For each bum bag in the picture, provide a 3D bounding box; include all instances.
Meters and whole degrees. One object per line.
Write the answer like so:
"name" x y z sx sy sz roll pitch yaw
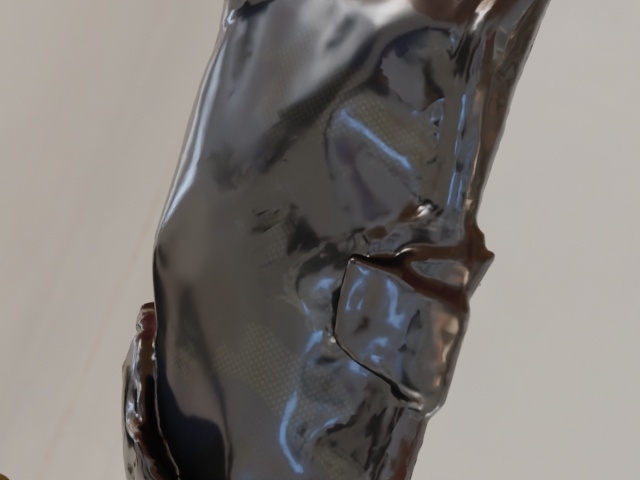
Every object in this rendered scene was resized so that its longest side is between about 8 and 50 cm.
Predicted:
"bum bag" 0.000 0.000 0.529 0.074 0.310 0.137 11 -175 -41

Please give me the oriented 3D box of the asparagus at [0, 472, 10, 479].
"asparagus" -0.167 0.126 0.898 0.248 0.025 0.024 25 -171 41
